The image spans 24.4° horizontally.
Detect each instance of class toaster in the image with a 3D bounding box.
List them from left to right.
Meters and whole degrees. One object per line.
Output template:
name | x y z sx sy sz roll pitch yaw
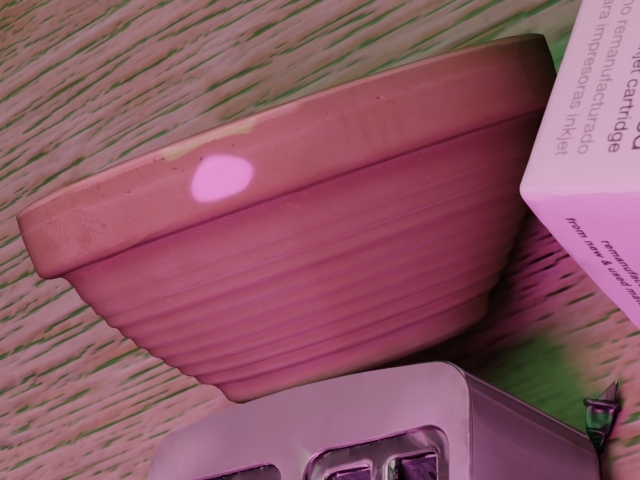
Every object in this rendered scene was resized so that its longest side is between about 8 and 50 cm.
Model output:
toaster | 0.023 0.141 0.577 0.168 0.110 0.185 -17 56 33

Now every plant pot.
plant pot | 0.000 0.000 0.638 0.237 0.237 0.109 -19 91 33

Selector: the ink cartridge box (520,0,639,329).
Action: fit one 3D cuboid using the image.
ink cartridge box | 0.234 -0.073 0.492 0.278 0.117 0.201 -1 58 41
